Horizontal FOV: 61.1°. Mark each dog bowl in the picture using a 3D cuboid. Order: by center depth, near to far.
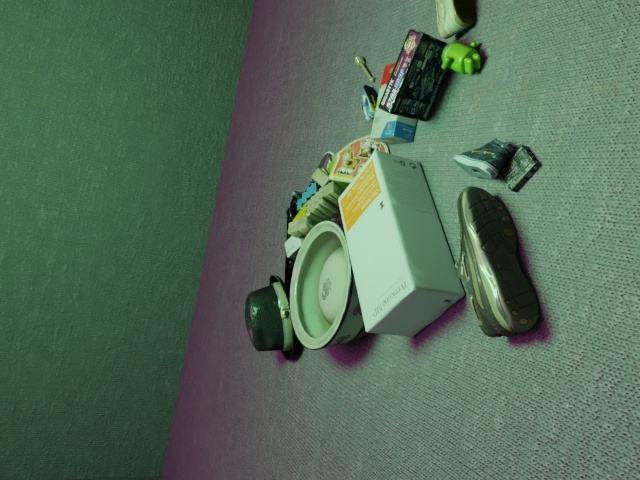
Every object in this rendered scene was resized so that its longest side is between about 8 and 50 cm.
[{"bbox_3d":[0.053,0.146,1.724,0.408,0.150,0.407,-30,55,57],"label":"dog bowl"}]

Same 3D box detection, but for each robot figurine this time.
[{"bbox_3d":[0.363,-0.474,1.408,0.115,0.101,0.067,47,167,42],"label":"robot figurine"}]

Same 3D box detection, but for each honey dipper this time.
[{"bbox_3d":[0.159,-0.606,1.922,0.030,0.031,0.160,-60,34,34],"label":"honey dipper"}]

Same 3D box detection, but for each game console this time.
[{"bbox_3d":[-0.123,0.036,2.171,0.213,0.044,0.361,98,173,-50],"label":"game console"}]

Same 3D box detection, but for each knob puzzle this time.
[{"bbox_3d":[0.133,-0.267,1.730,0.213,0.030,0.213,-11,57,18],"label":"knob puzzle"}]

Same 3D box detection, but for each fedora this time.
[{"bbox_3d":[-0.205,0.304,2.085,0.334,0.153,0.333,172,90,-73],"label":"fedora"}]

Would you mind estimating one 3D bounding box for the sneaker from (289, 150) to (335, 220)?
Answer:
[{"bbox_3d":[-0.022,-0.181,1.967,0.105,0.147,0.295,30,112,38],"label":"sneaker"}]

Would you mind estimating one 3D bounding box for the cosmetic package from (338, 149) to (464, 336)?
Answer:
[{"bbox_3d":[0.199,0.004,1.471,0.230,0.162,0.453,-52,38,43],"label":"cosmetic package"}]

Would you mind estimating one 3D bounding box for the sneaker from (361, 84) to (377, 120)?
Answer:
[{"bbox_3d":[0.162,-0.468,1.839,0.059,0.053,0.144,129,143,-47],"label":"sneaker"}]

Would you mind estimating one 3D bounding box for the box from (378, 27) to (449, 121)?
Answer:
[{"bbox_3d":[0.267,-0.444,1.478,0.051,0.175,0.220,39,118,36],"label":"box"}]

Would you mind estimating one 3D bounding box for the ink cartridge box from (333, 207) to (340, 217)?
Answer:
[{"bbox_3d":[0.055,-0.118,1.926,0.083,0.048,0.028,-49,39,47],"label":"ink cartridge box"}]

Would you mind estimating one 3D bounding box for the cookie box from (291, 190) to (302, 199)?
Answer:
[{"bbox_3d":[-0.054,-0.152,2.109,0.107,0.092,0.040,48,126,58],"label":"cookie box"}]

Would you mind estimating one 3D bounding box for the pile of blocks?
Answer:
[{"bbox_3d":[0.028,-0.152,1.854,0.362,0.113,0.149,-49,44,10],"label":"pile of blocks"}]

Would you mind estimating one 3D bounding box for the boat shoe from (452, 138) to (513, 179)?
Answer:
[{"bbox_3d":[0.387,-0.198,1.291,0.083,0.065,0.183,-49,19,4],"label":"boat shoe"}]

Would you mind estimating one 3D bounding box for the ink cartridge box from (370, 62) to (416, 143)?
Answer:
[{"bbox_3d":[0.235,-0.416,1.644,0.134,0.078,0.231,14,93,63],"label":"ink cartridge box"}]

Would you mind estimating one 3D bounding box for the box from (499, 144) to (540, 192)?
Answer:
[{"bbox_3d":[0.441,-0.159,1.205,0.083,0.018,0.067,-58,34,37],"label":"box"}]

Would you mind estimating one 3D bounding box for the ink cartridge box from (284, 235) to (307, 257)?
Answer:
[{"bbox_3d":[-0.039,0.011,1.943,0.109,0.151,0.063,-42,57,50],"label":"ink cartridge box"}]

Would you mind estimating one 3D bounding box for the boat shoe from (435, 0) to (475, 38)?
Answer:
[{"bbox_3d":[0.352,-0.703,1.488,0.098,0.109,0.302,-24,65,58],"label":"boat shoe"}]

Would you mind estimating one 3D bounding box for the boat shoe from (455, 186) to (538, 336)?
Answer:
[{"bbox_3d":[0.350,0.045,1.187,0.130,0.132,0.355,-46,40,48],"label":"boat shoe"}]
